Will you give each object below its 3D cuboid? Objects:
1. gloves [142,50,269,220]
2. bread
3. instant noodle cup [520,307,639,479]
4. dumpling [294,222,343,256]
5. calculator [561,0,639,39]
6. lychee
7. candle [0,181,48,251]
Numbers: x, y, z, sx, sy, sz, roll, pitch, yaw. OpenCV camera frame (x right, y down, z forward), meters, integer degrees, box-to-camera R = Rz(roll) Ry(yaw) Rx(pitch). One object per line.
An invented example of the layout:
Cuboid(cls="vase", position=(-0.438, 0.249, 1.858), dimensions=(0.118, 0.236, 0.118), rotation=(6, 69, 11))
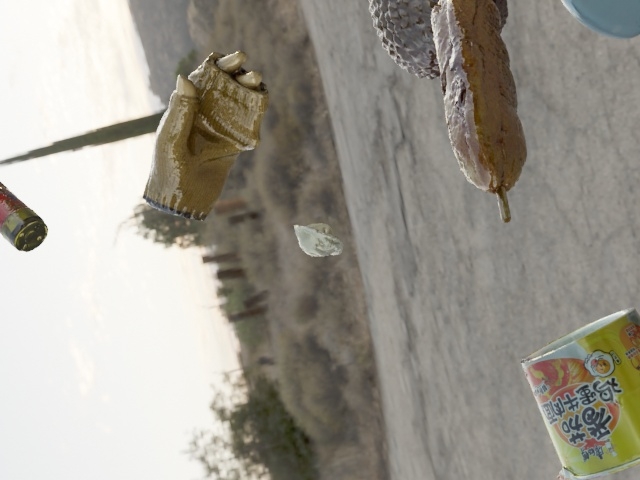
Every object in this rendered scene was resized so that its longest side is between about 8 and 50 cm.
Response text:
Cuboid(cls="gloves", position=(-0.226, -0.204, 1.650), dimensions=(0.356, 0.203, 0.155), rotation=(-58, 39, 24))
Cuboid(cls="bread", position=(0.199, -0.175, 1.095), dimensions=(0.124, 0.084, 0.344), rotation=(19, -124, -39))
Cuboid(cls="instant noodle cup", position=(0.461, 0.238, 1.388), dimensions=(0.264, 0.264, 0.200), rotation=(83, 162, -81))
Cuboid(cls="dumpling", position=(-0.001, 0.002, 1.289), dimensions=(0.057, 0.052, 0.076), rotation=(23, 138, 58))
Cuboid(cls="calculator", position=(0.458, -0.406, 1.309), dimensions=(0.042, 0.303, 0.188), rotation=(27, 107, 50))
Cuboid(cls="lychee", position=(0.199, -0.401, 1.489), dimensions=(0.271, 0.236, 0.236), rotation=(41, 176, 5))
Cuboid(cls="candle", position=(-0.401, -0.040, 1.087), dimensions=(0.131, 0.052, 0.052), rotation=(37, 160, 24))
